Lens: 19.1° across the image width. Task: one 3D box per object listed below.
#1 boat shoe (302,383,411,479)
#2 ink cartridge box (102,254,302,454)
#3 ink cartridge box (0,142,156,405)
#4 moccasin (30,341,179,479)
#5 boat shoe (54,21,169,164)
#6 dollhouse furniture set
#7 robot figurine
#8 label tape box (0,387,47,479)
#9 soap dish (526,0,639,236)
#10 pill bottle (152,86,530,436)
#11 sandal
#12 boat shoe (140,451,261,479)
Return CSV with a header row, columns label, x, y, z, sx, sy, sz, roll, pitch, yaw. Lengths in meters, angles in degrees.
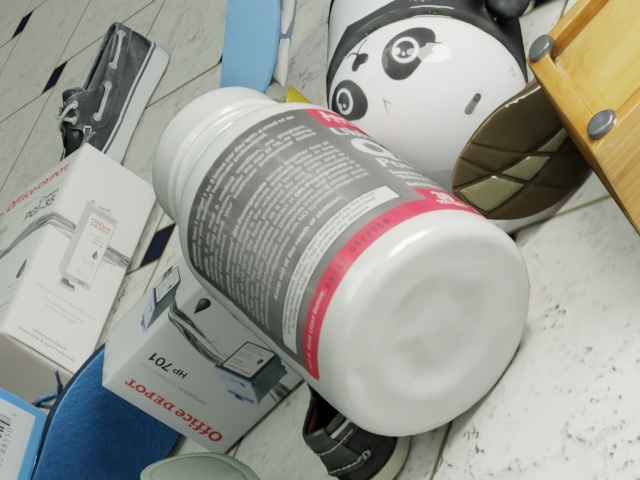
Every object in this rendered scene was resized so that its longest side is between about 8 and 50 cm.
label,x,y,z,sx,sy,sz,roll,pitch,yaw
boat shoe,0.029,0.097,1.517,0.084,0.079,0.233,-43,23,32
ink cartridge box,-0.082,0.081,1.679,0.190,0.140,0.082,-46,26,23
ink cartridge box,-0.328,0.051,2.251,0.207,0.117,0.283,-29,34,48
moccasin,-0.240,0.212,1.823,0.342,0.138,0.117,-56,18,-5
boat shoe,-0.304,-0.161,2.524,0.108,0.102,0.301,-19,41,55
dollhouse furniture set,0.016,-0.284,2.106,0.286,0.198,0.303,-58,-25,-78
robot figurine,0.088,-0.157,1.624,0.278,0.174,0.209,-88,-3,-54
label tape box,-0.407,0.308,1.775,0.348,0.115,0.249,-37,31,40
soap dish,0.279,-0.153,1.310,0.291,0.118,0.229,-48,23,14
pill bottle,0.000,0.000,1.455,0.176,0.176,0.318,-54,43,3
sandal,0.186,-0.108,1.485,0.219,0.090,0.060,-57,5,-1
boat shoe,-0.057,0.247,1.468,0.114,0.091,0.302,-13,15,-15
